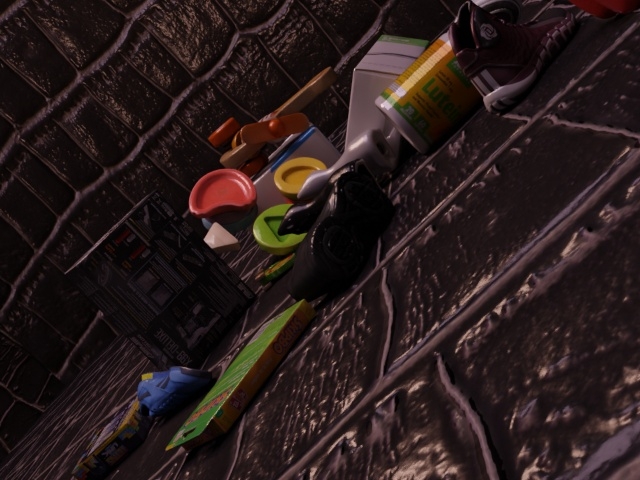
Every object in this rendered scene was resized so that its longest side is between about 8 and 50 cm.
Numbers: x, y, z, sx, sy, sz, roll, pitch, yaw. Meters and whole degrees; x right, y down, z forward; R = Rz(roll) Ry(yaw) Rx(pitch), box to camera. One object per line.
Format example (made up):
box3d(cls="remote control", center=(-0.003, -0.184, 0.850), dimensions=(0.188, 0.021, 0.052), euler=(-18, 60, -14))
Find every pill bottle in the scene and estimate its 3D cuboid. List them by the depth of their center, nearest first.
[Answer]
box3d(cls="pill bottle", center=(0.229, -0.287, 1.610), dimensions=(0.246, 0.136, 0.136), euler=(-44, 8, 6))

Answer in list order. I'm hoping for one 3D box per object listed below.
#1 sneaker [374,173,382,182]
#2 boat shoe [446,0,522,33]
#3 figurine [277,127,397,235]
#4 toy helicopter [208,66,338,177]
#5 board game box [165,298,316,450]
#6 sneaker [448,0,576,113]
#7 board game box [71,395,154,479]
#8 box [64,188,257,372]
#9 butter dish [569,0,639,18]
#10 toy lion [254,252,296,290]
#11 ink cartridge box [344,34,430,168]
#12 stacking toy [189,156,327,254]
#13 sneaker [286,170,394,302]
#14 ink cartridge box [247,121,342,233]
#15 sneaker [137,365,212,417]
box3d(cls="sneaker", center=(0.095, -0.103, 1.753), dimensions=(0.083, 0.031, 0.035), euler=(-49, -9, -32))
box3d(cls="boat shoe", center=(0.313, -0.398, 1.929), dimensions=(0.335, 0.121, 0.119), euler=(-45, 29, 39))
box3d(cls="figurine", center=(0.025, -0.103, 1.685), dimensions=(0.209, 0.092, 0.215), euler=(-27, 21, 31))
box3d(cls="toy helicopter", center=(-0.098, -0.295, 2.128), dimensions=(0.355, 0.140, 0.235), euler=(-41, 12, -5))
box3d(cls="board game box", center=(-0.109, 0.192, 1.237), dimensions=(0.124, 0.039, 0.259), euler=(-36, 9, 50))
box3d(cls="sneaker", center=(0.301, -0.339, 1.427), dimensions=(0.106, 0.162, 0.281), euler=(-35, 13, 50))
box3d(cls="board game box", center=(-0.369, 0.360, 1.627), dimensions=(0.141, 0.048, 0.170), euler=(-41, 8, 8))
box3d(cls="box", center=(-0.307, 0.090, 1.761), dimensions=(0.076, 0.307, 0.242), euler=(-27, 20, 52))
box3d(cls="butter dish", center=(0.412, -0.391, 1.307), dimensions=(0.160, 0.160, 0.118), euler=(-46, -14, -18))
box3d(cls="toy lion", center=(-0.089, 0.059, 1.830), dimensions=(0.096, 0.034, 0.100), euler=(-38, 8, -2))
box3d(cls="ink cartridge box", center=(0.141, -0.290, 1.831), dimensions=(0.273, 0.115, 0.198), euler=(-58, -23, -60))
box3d(cls="stacking toy", center=(-0.129, -0.037, 1.970), dimensions=(0.309, 0.130, 0.279), euler=(-5, 46, 6))
box3d(cls="sneaker", center=(0.021, -0.009, 1.386), dimensions=(0.130, 0.109, 0.286), euler=(-46, 4, 38))
box3d(cls="ink cartridge box", center=(-0.072, -0.148, 2.281), dimensions=(0.285, 0.166, 0.395), euler=(-43, 9, 5))
box3d(cls="sneaker", center=(-0.251, 0.263, 1.528), dimensions=(0.209, 0.069, 0.082), euler=(-21, 56, 50))
